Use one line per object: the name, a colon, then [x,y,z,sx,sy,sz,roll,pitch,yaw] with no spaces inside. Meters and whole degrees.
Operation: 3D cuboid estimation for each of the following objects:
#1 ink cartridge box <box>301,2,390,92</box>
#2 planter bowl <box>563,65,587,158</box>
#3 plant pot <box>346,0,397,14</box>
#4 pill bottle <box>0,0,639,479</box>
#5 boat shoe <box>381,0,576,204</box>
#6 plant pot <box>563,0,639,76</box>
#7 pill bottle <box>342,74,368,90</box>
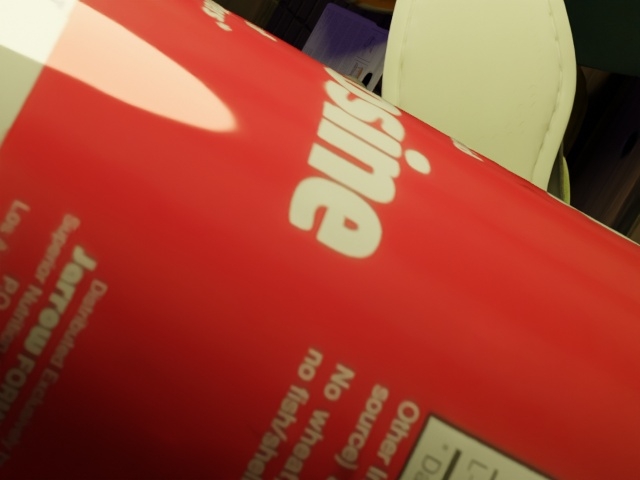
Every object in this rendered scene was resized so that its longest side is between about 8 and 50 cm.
ink cartridge box: [0.026,-0.177,2.144,0.181,0.056,0.224,-60,30,4]
planter bowl: [0.128,-0.087,1.287,0.217,0.090,0.217,-58,11,18]
plant pot: [0.085,-0.354,1.939,0.205,0.205,0.188,141,139,-63]
pill bottle: [0.002,0.069,0.634,0.229,0.407,0.229,-57,12,20]
boat shoe: [0.090,-0.034,1.033,0.091,0.109,0.305,-103,9,-87]
plant pot: [0.156,-0.211,1.094,0.166,0.234,0.165,-44,20,55]
pill bottle: [0.022,-0.123,1.893,0.078,0.078,0.137,-57,12,20]
